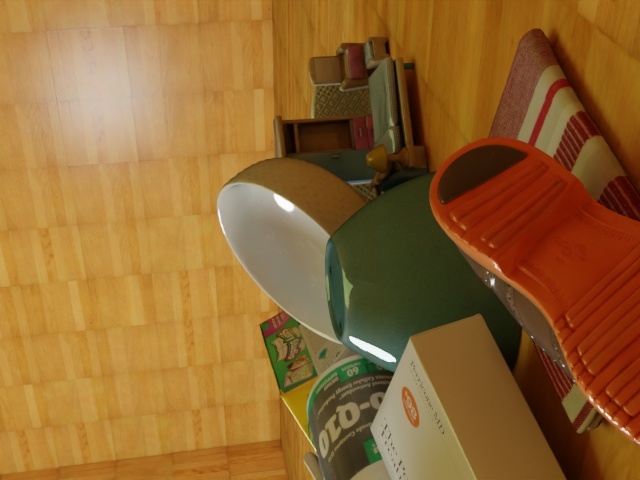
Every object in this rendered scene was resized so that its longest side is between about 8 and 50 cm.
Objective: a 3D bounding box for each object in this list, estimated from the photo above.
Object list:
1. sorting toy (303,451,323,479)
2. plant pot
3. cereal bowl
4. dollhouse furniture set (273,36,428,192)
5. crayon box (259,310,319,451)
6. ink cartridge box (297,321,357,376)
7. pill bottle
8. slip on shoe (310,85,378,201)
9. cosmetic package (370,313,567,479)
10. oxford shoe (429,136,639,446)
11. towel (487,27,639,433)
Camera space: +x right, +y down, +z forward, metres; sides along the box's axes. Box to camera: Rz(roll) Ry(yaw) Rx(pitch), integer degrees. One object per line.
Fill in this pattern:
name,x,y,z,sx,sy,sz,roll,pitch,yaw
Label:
sorting toy,0.050,0.548,1.850,0.193,0.038,0.208,52,-177,38
plant pot,0.113,0.055,1.143,0.290,0.195,0.290,174,90,-80
cereal bowl,0.000,0.000,1.411,0.339,0.141,0.339,34,151,22
dollhouse furniture set,0.036,-0.217,1.457,0.303,0.198,0.287,150,114,-79
crayon box,0.004,0.344,1.880,0.313,0.106,0.363,59,179,-20
ink cartridge box,0.049,0.152,1.713,0.186,0.065,0.311,-51,21,6
pill bottle,0.106,0.350,1.330,0.361,0.204,0.204,-112,19,-59
slip on shoe,0.047,-0.177,1.697,0.101,0.123,0.331,-139,40,-83
cosmetic package,0.183,0.311,0.954,0.284,0.097,0.377,103,147,-57
oxford shoe,0.226,0.060,0.666,0.364,0.130,0.133,55,-179,41
towel,0.235,-0.012,0.859,0.237,0.037,0.329,98,162,-48
